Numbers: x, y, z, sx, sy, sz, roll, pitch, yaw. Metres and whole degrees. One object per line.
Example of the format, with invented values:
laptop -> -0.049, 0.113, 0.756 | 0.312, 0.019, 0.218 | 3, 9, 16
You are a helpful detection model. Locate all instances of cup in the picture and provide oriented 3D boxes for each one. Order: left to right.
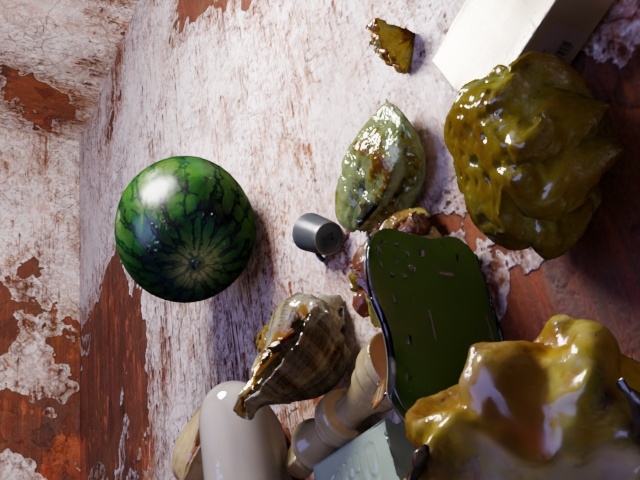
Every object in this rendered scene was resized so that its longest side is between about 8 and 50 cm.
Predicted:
cup -> 0.000, 0.000, 1.443 | 0.077, 0.078, 0.100 | 20, 135, 55

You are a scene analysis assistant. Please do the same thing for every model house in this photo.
model house -> 0.132, 0.148, 1.042 | 0.154, 0.207, 0.294 | -47, 44, 49

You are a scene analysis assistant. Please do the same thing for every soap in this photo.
soap -> 0.075, 0.376, 1.177 | 0.198, 0.063, 0.115 | -45, 44, 36

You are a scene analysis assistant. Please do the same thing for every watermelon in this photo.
watermelon -> -0.316, -0.028, 1.727 | 0.363, 0.363, 0.363 | -21, 65, 56

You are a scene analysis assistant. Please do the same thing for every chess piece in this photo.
chess piece -> 0.041, 0.305, 1.259 | 0.397, 0.117, 0.117 | -55, 39, 42

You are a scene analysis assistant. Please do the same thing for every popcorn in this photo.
popcorn -> 0.245, 0.228, 0.802 | 0.315, 0.281, 0.297 | 11, 86, 21

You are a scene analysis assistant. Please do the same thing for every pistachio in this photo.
pistachio -> -0.253, 0.462, 1.673 | 0.157, 0.157, 0.230 | 30, 100, 58

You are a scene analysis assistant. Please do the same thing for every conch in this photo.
conch -> -0.025, 0.211, 1.321 | 0.210, 0.159, 0.291 | -22, 35, 56

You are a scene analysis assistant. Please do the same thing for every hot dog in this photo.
hot dog -> 0.113, 0.040, 1.198 | 0.213, 0.103, 0.146 | -65, 35, 26

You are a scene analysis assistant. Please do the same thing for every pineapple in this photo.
pineapple -> 0.125, -0.356, 1.329 | 0.077, 0.114, 0.114 | -41, 16, -3

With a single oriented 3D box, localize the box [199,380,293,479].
box -> -0.130, 0.456, 1.388 | 0.289, 0.141, 0.349 | 75, -178, -58

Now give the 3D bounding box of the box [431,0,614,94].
box -> 0.270, -0.286, 1.017 | 0.212, 0.095, 0.168 | -61, 35, 33

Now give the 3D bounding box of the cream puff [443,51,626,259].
cream puff -> 0.254, -0.103, 0.897 | 0.196, 0.244, 0.244 | -45, 32, -7

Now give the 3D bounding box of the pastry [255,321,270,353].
pastry -> -0.091, 0.204, 1.555 | 0.140, 0.056, 0.080 | -50, 31, 45

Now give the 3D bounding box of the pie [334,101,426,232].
pie -> 0.094, -0.114, 1.282 | 0.248, 0.090, 0.201 | -59, 40, 40
